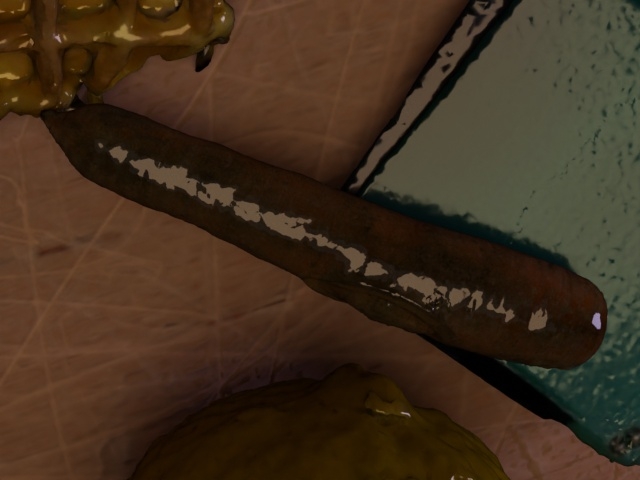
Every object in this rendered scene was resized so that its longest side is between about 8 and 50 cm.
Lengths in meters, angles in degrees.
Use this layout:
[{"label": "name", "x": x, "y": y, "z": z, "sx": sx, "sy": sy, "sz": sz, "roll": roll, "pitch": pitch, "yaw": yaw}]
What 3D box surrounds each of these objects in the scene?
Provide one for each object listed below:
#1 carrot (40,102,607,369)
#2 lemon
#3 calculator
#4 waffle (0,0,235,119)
[{"label": "carrot", "x": 0.000, "y": -0.001, "z": 0.790, "sx": 0.342, "sy": 0.070, "sz": 0.070, "roll": 21, "pitch": 100, "yaw": -6}, {"label": "lemon", "x": -0.011, "y": 0.226, "z": 0.795, "sx": 0.268, "sy": 0.268, "sz": 0.321, "roll": 19, "pitch": 104, "yaw": -12}, {"label": "calculator", "x": 0.163, "y": -0.023, "z": 0.856, "sx": 0.274, "sy": 0.058, "sz": 0.248, "roll": 35, "pitch": 98, "yaw": -9}, {"label": "waffle", "x": -0.162, "y": -0.190, "z": 0.745, "sx": 0.329, "sy": 0.062, "sz": 0.329, "roll": -6, "pitch": 117, "yaw": -12}]
